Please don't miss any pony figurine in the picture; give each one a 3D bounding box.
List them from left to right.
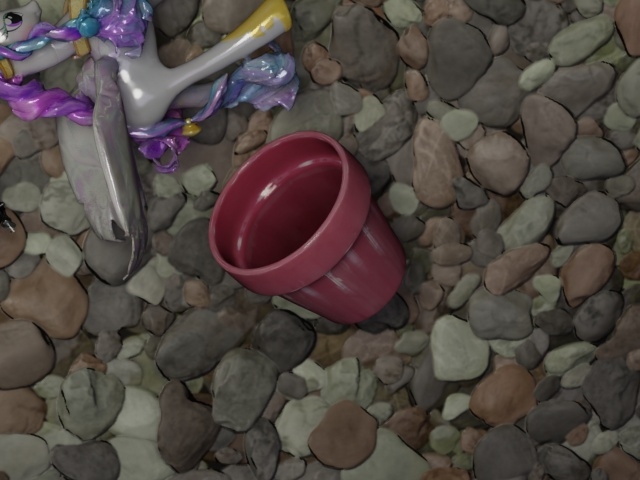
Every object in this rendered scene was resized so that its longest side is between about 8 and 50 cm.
[{"bbox_3d":[-0.207,-0.169,1.874,0.363,0.303,0.351,-25,103,-15],"label":"pony figurine"}]

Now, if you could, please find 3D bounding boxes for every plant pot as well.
[{"bbox_3d":[0.000,0.000,2.012,0.201,0.201,0.180,-44,129,6],"label":"plant pot"}]

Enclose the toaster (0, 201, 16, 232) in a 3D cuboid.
[{"bbox_3d":[-0.432,-0.078,1.885,0.110,0.185,0.168,-32,114,-3],"label":"toaster"}]
